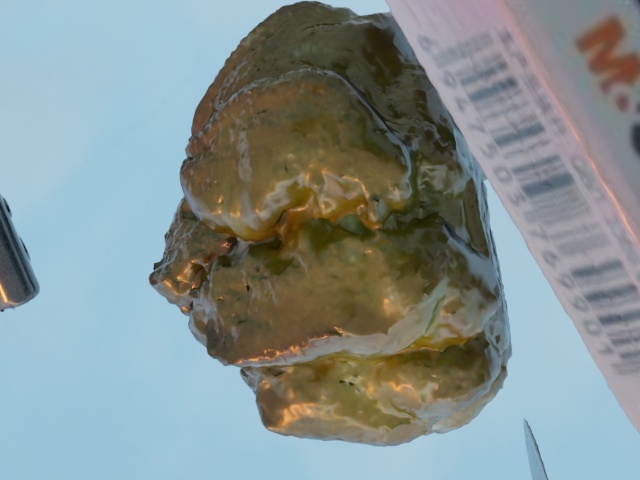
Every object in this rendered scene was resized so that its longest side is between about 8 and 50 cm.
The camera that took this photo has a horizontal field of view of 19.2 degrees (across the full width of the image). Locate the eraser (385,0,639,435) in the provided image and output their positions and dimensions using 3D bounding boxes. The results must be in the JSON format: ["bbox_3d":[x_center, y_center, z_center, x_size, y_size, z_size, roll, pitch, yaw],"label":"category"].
[{"bbox_3d":[0.115,-0.075,0.732,0.130,0.086,0.287,-35,-83,-29],"label":"eraser"}]

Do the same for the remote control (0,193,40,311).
[{"bbox_3d":[-0.269,-0.131,1.144,0.044,0.378,0.107,-32,-155,-27],"label":"remote control"}]

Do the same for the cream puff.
[{"bbox_3d":[0.016,-0.002,1.026,0.196,0.244,0.244,-33,-130,26],"label":"cream puff"}]

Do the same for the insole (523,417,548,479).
[{"bbox_3d":[0.179,0.250,1.368,0.007,0.109,0.322,-11,-139,1],"label":"insole"}]

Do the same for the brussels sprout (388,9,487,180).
[{"bbox_3d":[0.112,-0.120,1.325,0.180,0.161,0.144,-40,-105,-3],"label":"brussels sprout"}]
